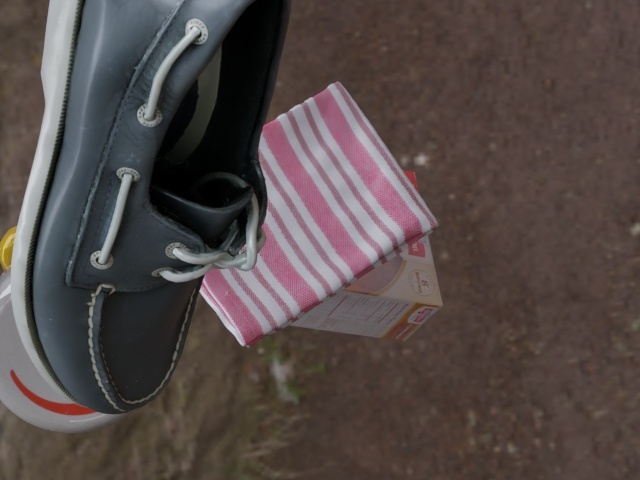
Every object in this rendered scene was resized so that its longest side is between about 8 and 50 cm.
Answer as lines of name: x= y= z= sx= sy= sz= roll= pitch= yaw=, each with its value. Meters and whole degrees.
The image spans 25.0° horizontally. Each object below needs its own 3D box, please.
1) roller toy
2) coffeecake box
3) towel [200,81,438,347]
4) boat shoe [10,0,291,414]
roller toy: x=-0.265 y=0.096 z=1.537 sx=0.146 sy=0.209 sz=0.191 roll=-127 pitch=60 yaw=-77
coffeecake box: x=0.000 y=0.000 z=1.236 sx=0.068 sy=0.185 sz=0.142 roll=-48 pitch=42 yaw=45
towel: x=-0.019 y=-0.024 z=1.094 sx=0.144 sy=0.197 sz=0.029 roll=56 pitch=156 yaw=7
boat shoe: x=-0.080 y=-0.019 z=0.728 sx=0.099 sy=0.116 sz=0.319 roll=29 pitch=130 yaw=23
